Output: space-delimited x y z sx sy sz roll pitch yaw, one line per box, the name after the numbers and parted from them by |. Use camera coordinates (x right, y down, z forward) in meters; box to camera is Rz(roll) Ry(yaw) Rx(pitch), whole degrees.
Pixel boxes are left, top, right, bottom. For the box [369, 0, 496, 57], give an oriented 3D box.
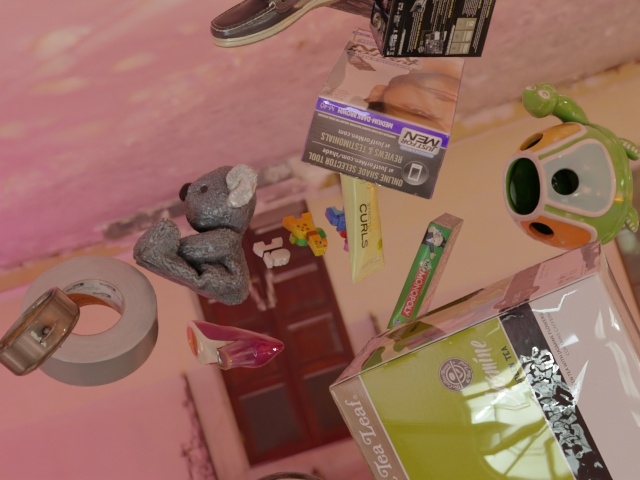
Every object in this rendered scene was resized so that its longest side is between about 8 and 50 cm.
0.155 -0.339 1.396 0.147 0.078 0.180 -3 133 -13 | box

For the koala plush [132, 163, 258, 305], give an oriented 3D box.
-0.176 -0.025 1.744 0.203 0.221 0.196 27 170 -9 | koala plush

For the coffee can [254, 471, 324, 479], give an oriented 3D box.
-0.032 0.435 1.332 0.201 0.202 0.275 -17 -172 -4 | coffee can

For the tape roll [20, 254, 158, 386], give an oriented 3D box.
-0.378 0.129 1.732 0.219 0.219 0.072 -16 144 -20 | tape roll

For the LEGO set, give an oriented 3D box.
0.000 0.000 1.961 0.227 0.093 0.087 -13 142 -24 | LEGO set

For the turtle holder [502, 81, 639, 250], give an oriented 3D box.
0.491 -0.140 2.100 0.227 0.320 0.243 -1 -161 -31 | turtle holder

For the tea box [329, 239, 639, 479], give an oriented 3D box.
0.237 0.222 1.199 0.323 0.329 0.220 -25 -177 17 | tea box

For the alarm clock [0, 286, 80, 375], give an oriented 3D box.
-0.387 0.129 1.457 0.129 0.064 0.192 -51 -166 -19 | alarm clock

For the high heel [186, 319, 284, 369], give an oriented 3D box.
-0.169 0.188 1.989 0.117 0.082 0.244 -11 -172 -27 | high heel

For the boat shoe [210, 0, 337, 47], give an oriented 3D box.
-0.054 -0.397 1.652 0.285 0.092 0.103 -28 -141 -9 | boat shoe

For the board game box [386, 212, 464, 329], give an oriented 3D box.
0.208 0.059 2.035 0.046 0.214 0.317 22 -171 9 | board game box

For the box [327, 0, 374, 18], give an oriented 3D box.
0.126 -0.462 2.010 0.231 0.056 0.183 7 -178 -31 | box

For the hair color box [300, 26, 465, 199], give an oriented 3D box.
0.100 -0.194 1.518 0.185 0.110 0.339 17 -150 2 | hair color box

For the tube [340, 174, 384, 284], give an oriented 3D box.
0.072 -0.052 1.779 0.070 0.240 0.062 -8 -162 -7 | tube
